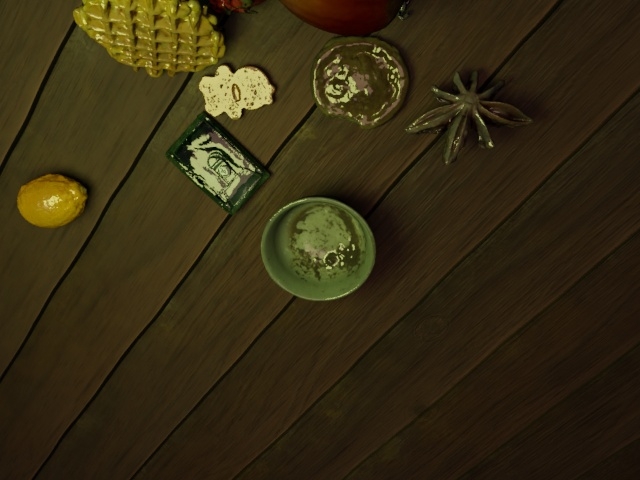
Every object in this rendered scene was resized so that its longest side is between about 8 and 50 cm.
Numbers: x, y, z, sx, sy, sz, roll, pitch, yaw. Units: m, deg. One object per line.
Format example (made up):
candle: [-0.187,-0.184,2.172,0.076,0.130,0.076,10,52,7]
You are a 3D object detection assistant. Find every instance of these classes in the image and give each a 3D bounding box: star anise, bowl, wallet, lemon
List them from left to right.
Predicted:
lemon: [-0.701,-0.107,1.268,0.187,0.142,0.142,-15,111,6]
wallet: [-0.267,-0.196,1.244,0.236,0.055,0.160,43,103,-12]
bowl: [0.000,0.000,1.254,0.290,0.146,0.289,2,114,5]
star anise: [0.333,-0.287,1.124,0.258,0.110,0.198,-33,82,1]

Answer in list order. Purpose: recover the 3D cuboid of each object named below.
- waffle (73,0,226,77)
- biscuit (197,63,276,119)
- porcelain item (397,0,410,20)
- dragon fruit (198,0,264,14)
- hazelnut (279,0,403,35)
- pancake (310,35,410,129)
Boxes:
waffle: [-0.357,-0.438,1.021,0.330,0.329,0.062,-1,84,5]
biscuit: [-0.207,-0.369,1.176,0.184,0.027,0.133,-22,109,11]
porcelain item: [0.168,-0.565,1.065,0.075,0.021,0.136,-39,105,19]
dragon fruit: [-0.181,-0.570,1.014,0.189,0.182,0.182,5,114,20]
hazelnut: [0.054,-0.592,0.866,0.360,0.359,0.409,15,78,-2]
pancake: [0.093,-0.374,1.142,0.236,0.042,0.222,36,113,-10]
